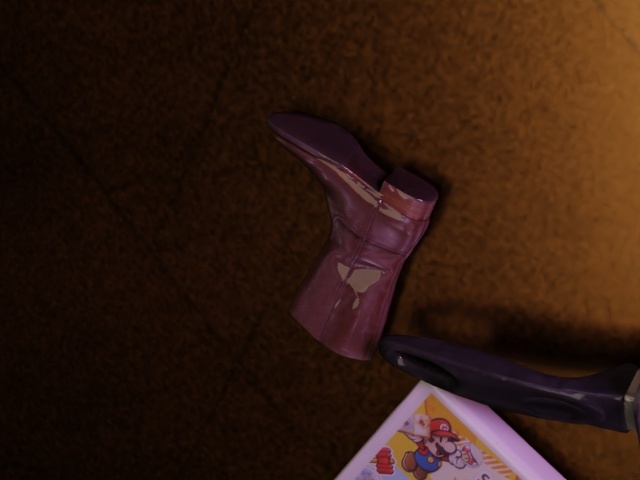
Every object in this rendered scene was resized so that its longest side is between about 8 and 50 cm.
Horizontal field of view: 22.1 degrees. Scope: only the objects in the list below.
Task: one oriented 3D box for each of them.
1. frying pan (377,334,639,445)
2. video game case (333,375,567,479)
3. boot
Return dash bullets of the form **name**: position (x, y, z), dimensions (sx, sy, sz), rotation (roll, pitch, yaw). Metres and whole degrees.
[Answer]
- **frying pan**: position (0.194, 0.108, 0.787), dimensions (0.326, 0.053, 0.197), rotation (-1, 131, 50)
- **video game case**: position (0.087, 0.213, 0.904), dimensions (0.227, 0.026, 0.206), rotation (44, 121, 10)
- **boot**: position (0.000, 0.000, 0.877), dimensions (0.106, 0.037, 0.114), rotation (33, 123, 18)
